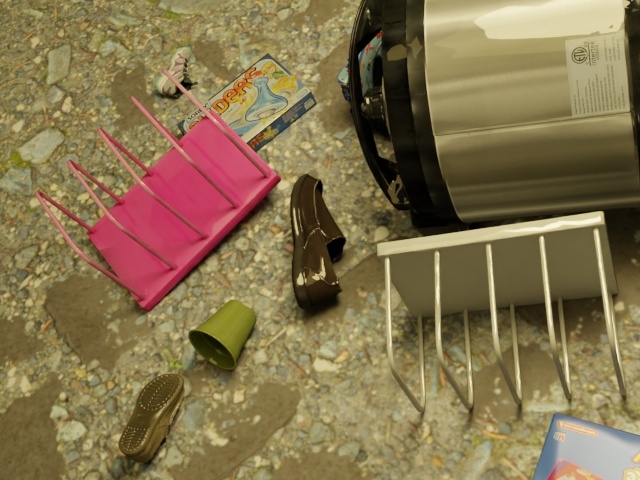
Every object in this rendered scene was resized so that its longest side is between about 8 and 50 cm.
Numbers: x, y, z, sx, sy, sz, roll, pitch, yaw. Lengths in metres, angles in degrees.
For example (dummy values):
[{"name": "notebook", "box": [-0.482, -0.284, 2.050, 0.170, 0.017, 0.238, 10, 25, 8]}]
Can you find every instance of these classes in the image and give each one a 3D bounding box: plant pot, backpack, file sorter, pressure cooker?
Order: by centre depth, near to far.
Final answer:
[{"name": "file sorter", "box": [0.228, 0.101, 1.320, 0.277, 0.193, 0.173, -8, 59, 17]}, {"name": "pressure cooker", "box": [0.242, -0.212, 1.407, 0.420, 0.375, 0.370, -6, 59, 17]}, {"name": "plant pot", "box": [-0.133, 0.129, 1.520, 0.083, 0.083, 0.079, 18, 54, 30]}, {"name": "file sorter", "box": [-0.255, -0.087, 1.614, 0.290, 0.182, 0.202, -45, 53, 1]}, {"name": "backpack", "box": [0.101, -0.267, 1.625, 0.117, 0.173, 0.158, 26, 71, 33]}]

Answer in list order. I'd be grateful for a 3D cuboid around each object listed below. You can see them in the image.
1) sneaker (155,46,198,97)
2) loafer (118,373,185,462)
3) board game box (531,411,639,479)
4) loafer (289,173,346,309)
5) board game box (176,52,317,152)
[{"name": "sneaker", "box": [-0.239, -0.292, 1.866, 0.069, 0.038, 0.098, 22, 78, 30]}, {"name": "loafer", "box": [-0.236, 0.251, 1.493, 0.056, 0.050, 0.148, 11, 47, 24]}, {"name": "board game box", "box": [0.391, 0.350, 1.157, 0.347, 0.078, 0.233, 13, 63, 28]}, {"name": "loafer", "box": [0.000, 0.000, 1.556, 0.078, 0.080, 0.220, -6, 61, 6]}, {"name": "board game box", "box": [-0.124, -0.210, 1.764, 0.201, 0.035, 0.136, -40, 53, -7]}]
